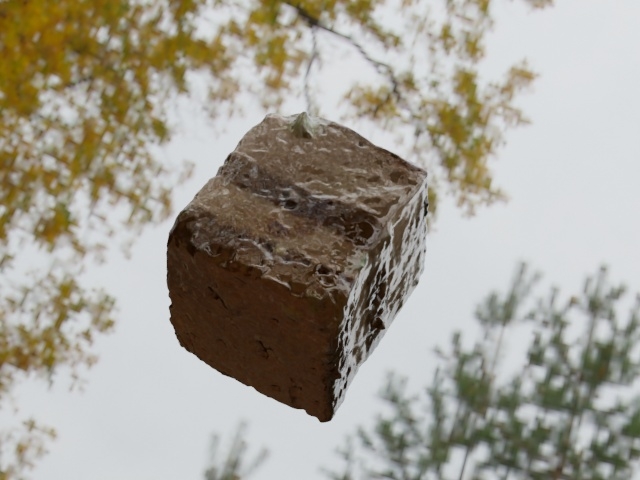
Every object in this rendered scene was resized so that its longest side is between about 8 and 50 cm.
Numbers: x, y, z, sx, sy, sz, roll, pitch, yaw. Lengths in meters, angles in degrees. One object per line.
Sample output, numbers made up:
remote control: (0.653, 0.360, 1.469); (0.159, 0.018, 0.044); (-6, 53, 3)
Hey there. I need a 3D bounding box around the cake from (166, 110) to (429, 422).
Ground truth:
cake: (0.000, 0.000, 1.377); (0.196, 0.293, 0.199); (23, -38, 22)
